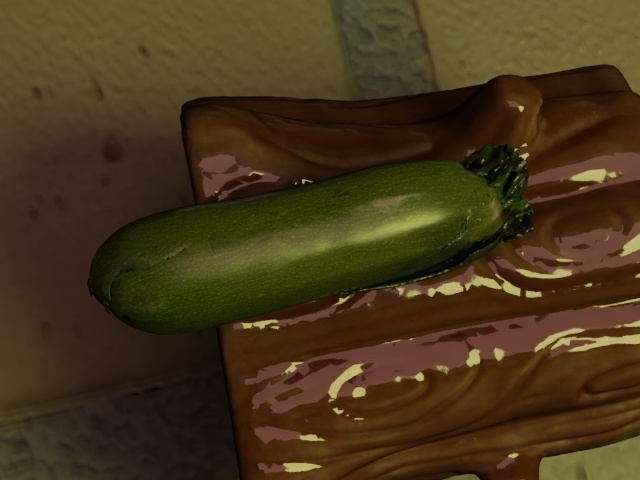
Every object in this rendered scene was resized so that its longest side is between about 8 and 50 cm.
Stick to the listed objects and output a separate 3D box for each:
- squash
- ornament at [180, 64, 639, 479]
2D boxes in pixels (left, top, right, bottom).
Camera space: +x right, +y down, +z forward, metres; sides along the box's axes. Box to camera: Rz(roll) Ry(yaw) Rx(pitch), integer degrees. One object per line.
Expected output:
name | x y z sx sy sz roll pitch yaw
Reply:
squash | 0.000 0.000 0.504 0.183 0.052 0.052 -11 82 -12
ornament | 0.052 0.012 0.624 0.217 0.221 0.235 -9 36 -5
